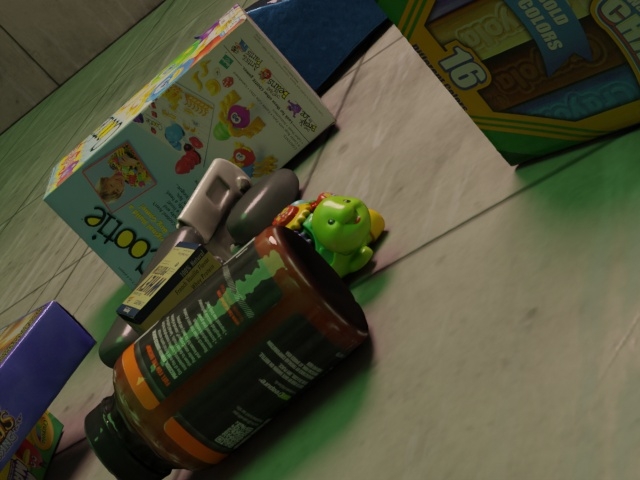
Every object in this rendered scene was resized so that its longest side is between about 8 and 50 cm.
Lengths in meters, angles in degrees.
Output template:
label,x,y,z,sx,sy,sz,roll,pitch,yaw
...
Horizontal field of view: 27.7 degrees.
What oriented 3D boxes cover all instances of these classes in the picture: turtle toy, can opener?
label,x,y,z,sx,sy,sz,roll,pitch,yaw
turtle toy,0.000,0.000,1.003,0.130,0.066,0.095,-14,34,56
can opener,-0.109,0.018,1.177,0.093,0.074,0.280,-25,26,42

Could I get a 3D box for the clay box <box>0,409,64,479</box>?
label,x,y,z,sx,sy,sz,roll,pitch,yaw
clay box,-0.307,0.241,1.133,0.127,0.053,0.222,-37,20,19

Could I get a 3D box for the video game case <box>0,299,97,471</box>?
label,x,y,z,sx,sy,sz,roll,pitch,yaw
video game case,-0.343,0.192,1.130,0.244,0.061,0.269,-26,24,45

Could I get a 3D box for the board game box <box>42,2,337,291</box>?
label,x,y,z,sx,sy,sz,roll,pitch,yaw
board game box,-0.140,-0.100,1.369,0.275,0.144,0.142,-40,17,5

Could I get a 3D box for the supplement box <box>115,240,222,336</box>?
label,x,y,z,sx,sy,sz,roll,pitch,yaw
supplement box,-0.106,0.059,1.067,0.083,0.083,0.056,-49,19,-15

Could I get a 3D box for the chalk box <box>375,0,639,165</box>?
label,x,y,z,sx,sy,sz,roll,pitch,yaw
chalk box,0.206,-0.196,0.837,0.289,0.179,0.180,-15,32,53

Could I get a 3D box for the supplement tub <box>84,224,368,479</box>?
label,x,y,z,sx,sy,sz,roll,pitch,yaw
supplement tub,-0.070,0.087,0.898,0.198,0.106,0.106,-40,19,9

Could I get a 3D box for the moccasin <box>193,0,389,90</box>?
label,x,y,z,sx,sy,sz,roll,pitch,yaw
moccasin,-0.020,-0.234,1.506,0.342,0.138,0.117,-32,12,-11
